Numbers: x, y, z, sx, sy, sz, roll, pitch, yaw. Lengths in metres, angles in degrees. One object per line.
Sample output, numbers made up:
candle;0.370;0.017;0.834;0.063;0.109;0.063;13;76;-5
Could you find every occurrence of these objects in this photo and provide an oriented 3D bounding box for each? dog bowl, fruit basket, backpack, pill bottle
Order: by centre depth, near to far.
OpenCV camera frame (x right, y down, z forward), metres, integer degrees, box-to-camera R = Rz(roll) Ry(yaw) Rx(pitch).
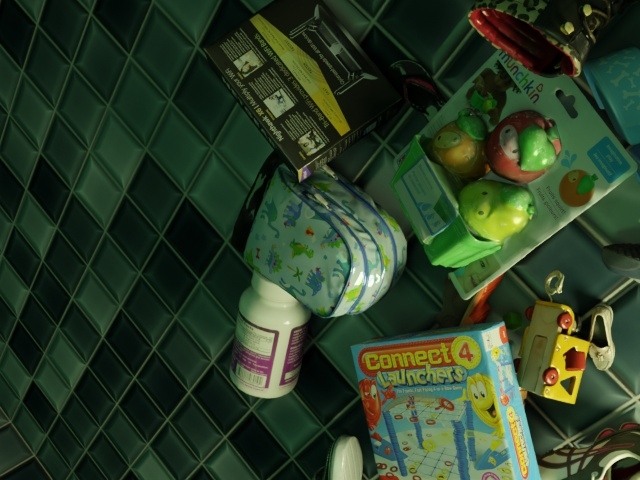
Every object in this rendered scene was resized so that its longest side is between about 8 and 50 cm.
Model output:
dog bowl;0.487;-0.152;0.982;0.074;0.166;0.297;-29;101;21
fruit basket;0.281;-0.128;1.099;0.353;0.166;0.327;-49;52;40
backpack;0.000;0.000;1.363;0.356;0.273;0.290;32;116;8
pill bottle;-0.112;0.200;1.541;0.169;0.169;0.301;26;119;26

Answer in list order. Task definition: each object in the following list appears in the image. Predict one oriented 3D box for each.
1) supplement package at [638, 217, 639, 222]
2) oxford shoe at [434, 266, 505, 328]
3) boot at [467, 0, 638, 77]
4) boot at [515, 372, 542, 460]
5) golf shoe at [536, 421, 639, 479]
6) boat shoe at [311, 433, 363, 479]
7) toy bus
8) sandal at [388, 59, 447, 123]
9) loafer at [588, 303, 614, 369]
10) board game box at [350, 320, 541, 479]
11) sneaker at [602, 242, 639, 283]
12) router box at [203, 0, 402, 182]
supplement package;0.603;-0.010;0.857;0.204;0.262;0.145;-112;35;-52
oxford shoe;0.284;0.075;1.264;0.098;0.097;0.271;32;122;30
boot;0.418;-0.339;0.904;0.377;0.138;0.284;38;84;23
boot;0.372;0.351;1.307;0.284;0.109;0.220;23;102;18
golf shoe;0.471;0.421;1.186;0.273;0.120;0.105;-38;86;16
boat shoe;0.026;0.607;1.615;0.119;0.121;0.335;14;116;27
toy bus;0.425;0.191;1.194;0.105;0.190;0.202;18;132;-21
sandal;0.191;-0.268;1.240;0.179;0.040;0.067;52;128;9
loafer;0.496;0.176;1.181;0.045;0.039;0.125;4;108;34
board game box;0.226;0.323;1.255;0.308;0.086;0.301;-16;85;42
sneaker;0.593;0.100;1.040;0.319;0.112;0.131;21;114;29
router box;-0.034;-0.305;1.272;0.243;0.081;0.308;-35;81;-7
